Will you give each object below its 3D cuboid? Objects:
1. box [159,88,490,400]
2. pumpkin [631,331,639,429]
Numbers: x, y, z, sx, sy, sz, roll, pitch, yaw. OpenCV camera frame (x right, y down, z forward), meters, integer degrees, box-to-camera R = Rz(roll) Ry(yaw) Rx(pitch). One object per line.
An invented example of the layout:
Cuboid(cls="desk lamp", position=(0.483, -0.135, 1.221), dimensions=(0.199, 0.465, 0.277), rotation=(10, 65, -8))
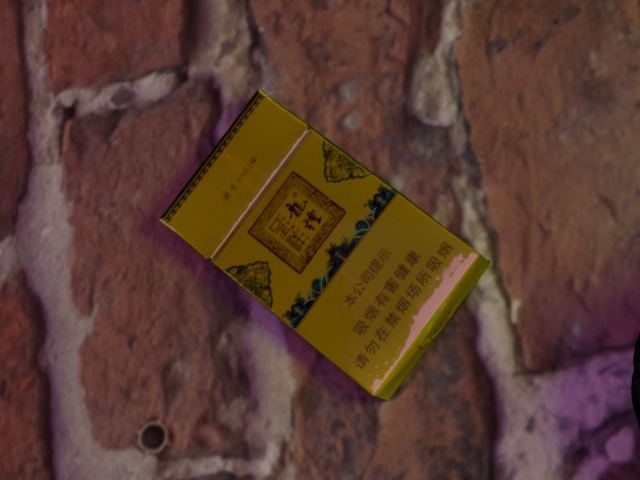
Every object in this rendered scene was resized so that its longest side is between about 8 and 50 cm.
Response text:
Cuboid(cls="box", position=(0.001, 0.001, 1.563), dimensions=(0.279, 0.041, 0.153), rotation=(38, 94, 27))
Cuboid(cls="pumpkin", position=(0.341, 0.109, 1.290), dimensions=(0.250, 0.216, 0.250), rotation=(14, 109, 46))
